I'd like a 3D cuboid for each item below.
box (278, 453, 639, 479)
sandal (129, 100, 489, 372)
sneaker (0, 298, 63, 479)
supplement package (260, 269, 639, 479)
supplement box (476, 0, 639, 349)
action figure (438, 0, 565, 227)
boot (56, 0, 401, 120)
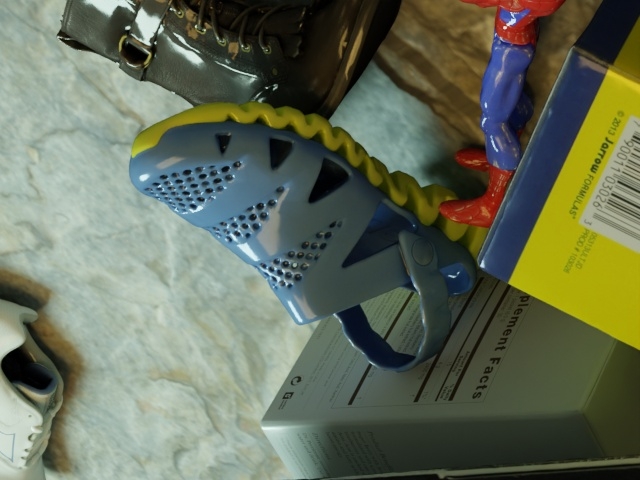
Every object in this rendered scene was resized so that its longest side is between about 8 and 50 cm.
[{"bbox_3d":[0.163,0.383,1.392,0.480,0.297,0.472,-11,148,42],"label":"box"},{"bbox_3d":[0.000,0.000,1.393,0.317,0.138,0.126,23,153,-29],"label":"sandal"},{"bbox_3d":[-0.313,0.172,1.874,0.129,0.111,0.297,7,133,20],"label":"sneaker"},{"bbox_3d":[0.139,0.140,1.495,0.293,0.175,0.177,-5,127,36],"label":"supplement package"},{"bbox_3d":[0.314,-0.022,1.206,0.356,0.194,0.195,27,133,8],"label":"supplement box"},{"bbox_3d":[0.097,-0.140,1.316,0.139,0.091,0.280,16,137,2],"label":"action figure"},{"bbox_3d":[-0.081,-0.166,1.412,0.229,0.091,0.263,36,141,-4],"label":"boot"}]
